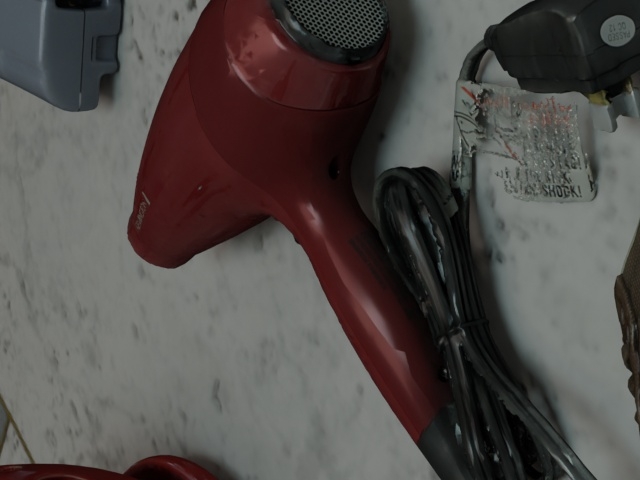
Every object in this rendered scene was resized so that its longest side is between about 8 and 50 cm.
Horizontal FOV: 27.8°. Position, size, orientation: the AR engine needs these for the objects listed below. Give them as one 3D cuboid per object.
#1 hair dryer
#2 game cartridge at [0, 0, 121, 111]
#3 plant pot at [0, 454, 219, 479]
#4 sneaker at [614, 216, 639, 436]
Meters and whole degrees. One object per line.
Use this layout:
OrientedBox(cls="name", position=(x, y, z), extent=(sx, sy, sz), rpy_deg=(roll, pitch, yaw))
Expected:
OrientedBox(cls="hair dryer", position=(0.000, 0.000, 0.513), extent=(0.293, 0.080, 0.224), rpy_deg=(18, 110, 52))
OrientedBox(cls="game cartridge", position=(-0.173, -0.239, 0.738), extent=(0.198, 0.062, 0.297), rpy_deg=(24, 114, 45))
OrientedBox(cls="plant pot", position=(-0.121, 0.197, 0.629), extent=(0.191, 0.174, 0.191), rpy_deg=(13, 106, 53))
OrientedBox(cls="sneaker", position=(0.122, 0.038, 0.381), extent=(0.071, 0.066, 0.189), rpy_deg=(-163, 75, -69))
